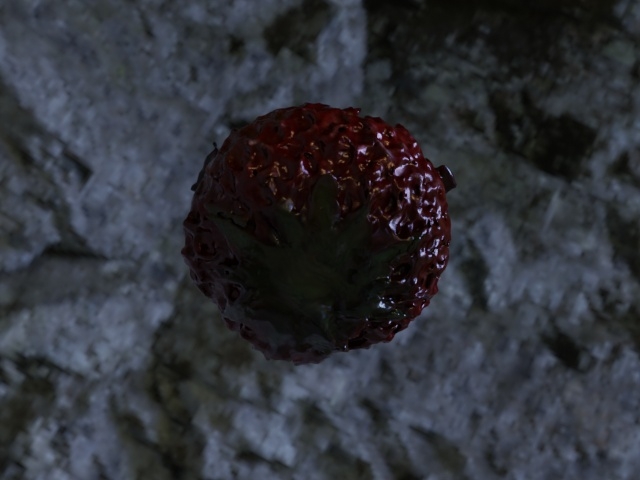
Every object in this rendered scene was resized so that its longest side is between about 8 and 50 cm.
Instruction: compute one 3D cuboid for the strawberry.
[{"bbox_3d":[0.000,0.000,0.706,0.145,0.086,0.145,0,-66,0],"label":"strawberry"}]
